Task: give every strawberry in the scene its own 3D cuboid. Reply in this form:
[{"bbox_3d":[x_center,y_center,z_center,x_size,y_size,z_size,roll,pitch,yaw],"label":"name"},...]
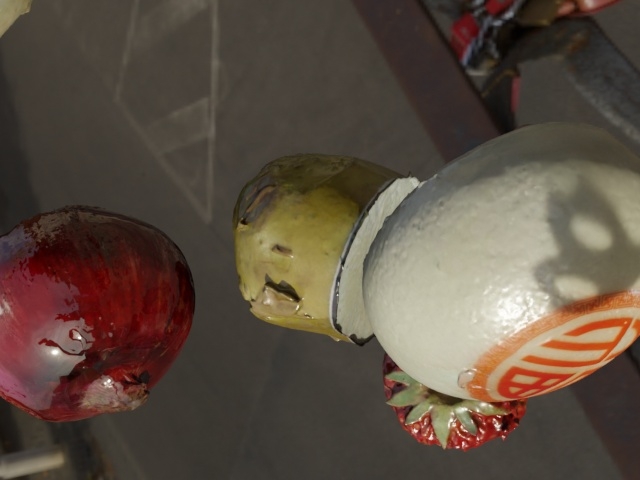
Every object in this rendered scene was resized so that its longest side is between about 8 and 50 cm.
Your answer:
[{"bbox_3d":[0.199,0.174,1.475,0.205,0.244,0.205,2,94,22],"label":"strawberry"}]

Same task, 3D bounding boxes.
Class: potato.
[{"bbox_3d":[0.000,0.000,1.384,0.196,0.300,0.246,21,85,21],"label":"potato"}]

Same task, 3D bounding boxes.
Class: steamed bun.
[{"bbox_3d":[0.183,0.041,0.941,0.283,0.283,0.177,-52,50,40],"label":"steamed bun"}]

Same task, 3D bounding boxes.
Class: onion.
[{"bbox_3d":[-0.132,0.041,0.603,0.131,0.131,0.131,8,100,51],"label":"onion"}]

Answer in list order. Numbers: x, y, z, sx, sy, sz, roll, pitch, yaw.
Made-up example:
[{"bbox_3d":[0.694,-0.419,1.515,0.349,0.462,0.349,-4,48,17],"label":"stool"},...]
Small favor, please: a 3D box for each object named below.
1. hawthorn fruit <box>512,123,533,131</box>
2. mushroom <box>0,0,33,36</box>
[{"bbox_3d":[0.317,-0.154,1.727,0.103,0.067,0.066,4,97,36],"label":"hawthorn fruit"},{"bbox_3d":[-0.208,-0.144,0.487,0.127,0.166,0.166,-123,39,-70],"label":"mushroom"}]
